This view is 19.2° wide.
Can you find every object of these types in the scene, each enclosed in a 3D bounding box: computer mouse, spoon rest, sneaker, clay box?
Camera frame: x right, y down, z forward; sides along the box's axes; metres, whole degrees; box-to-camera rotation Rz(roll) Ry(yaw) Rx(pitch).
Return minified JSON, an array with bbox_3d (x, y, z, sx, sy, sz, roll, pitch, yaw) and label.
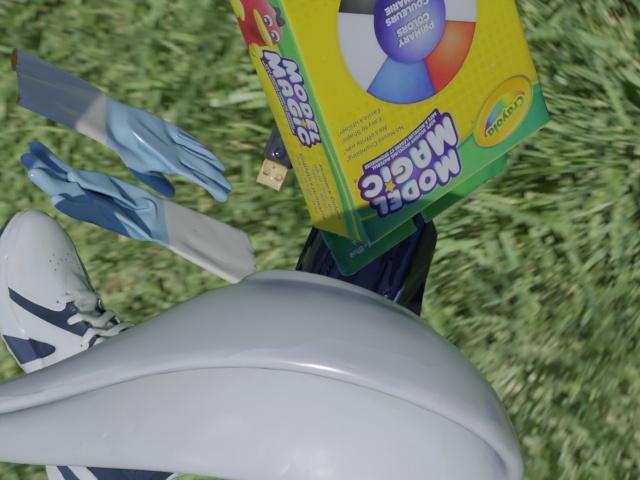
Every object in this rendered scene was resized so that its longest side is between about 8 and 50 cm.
[{"bbox_3d":[0.000,0.000,1.200,0.184,0.060,0.262,28,107,47],"label":"computer mouse"},{"bbox_3d":[-0.066,0.045,0.641,0.276,0.137,0.084,16,69,13],"label":"spoon rest"},{"bbox_3d":[-0.143,0.075,1.353,0.153,0.094,0.235,-21,76,34],"label":"sneaker"},{"bbox_3d":[0.032,-0.100,0.903,0.127,0.053,0.222,-34,118,-25],"label":"clay box"}]

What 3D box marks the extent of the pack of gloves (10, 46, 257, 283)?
[{"bbox_3d":[-0.168,-0.048,1.616,0.232,0.195,0.046,25,122,-29],"label":"pack of gloves"}]
